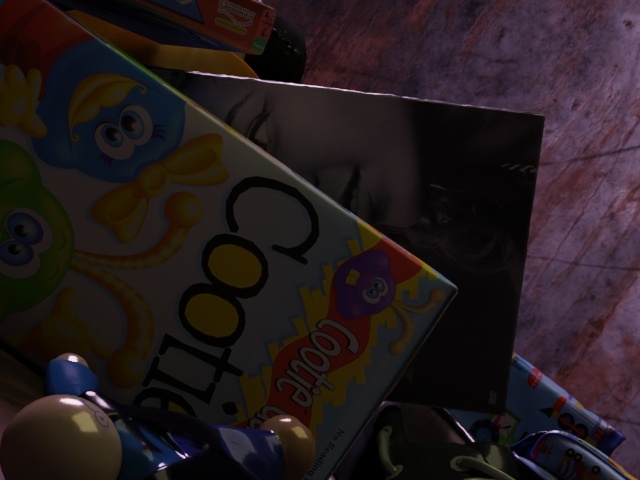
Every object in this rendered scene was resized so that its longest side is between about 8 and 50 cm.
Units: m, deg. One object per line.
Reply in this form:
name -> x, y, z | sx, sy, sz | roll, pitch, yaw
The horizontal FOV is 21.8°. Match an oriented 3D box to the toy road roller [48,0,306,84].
toy road roller -> -0.184, -0.066, 1.061 | 0.329, 0.241, 0.202 | -13, -33, 35

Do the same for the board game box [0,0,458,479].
board game box -> -0.089, -0.001, 0.810 | 0.275, 0.142, 0.144 | 35, 0, -1

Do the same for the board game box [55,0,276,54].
board game box -> -0.172, -0.154, 0.811 | 0.281, 0.027, 0.145 | 20, 1, -27

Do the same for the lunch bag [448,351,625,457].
lunch bag -> 0.092, 0.165, 1.405 | 0.221, 0.138, 0.293 | 38, -15, 1

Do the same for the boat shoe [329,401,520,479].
boat shoe -> 0.064, 0.140, 0.846 | 0.114, 0.091, 0.302 | 35, -1, -19

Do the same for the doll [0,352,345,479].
doll -> -0.051, 0.082, 0.581 | 0.129, 0.046, 0.189 | 45, 10, 25

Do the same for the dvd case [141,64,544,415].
dvd case -> 0.000, 0.000, 0.892 | 0.221, 0.165, 0.018 | 7, 7, 3

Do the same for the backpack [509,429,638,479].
backpack -> 0.170, 0.204, 0.997 | 0.158, 0.117, 0.173 | 37, -3, 31
